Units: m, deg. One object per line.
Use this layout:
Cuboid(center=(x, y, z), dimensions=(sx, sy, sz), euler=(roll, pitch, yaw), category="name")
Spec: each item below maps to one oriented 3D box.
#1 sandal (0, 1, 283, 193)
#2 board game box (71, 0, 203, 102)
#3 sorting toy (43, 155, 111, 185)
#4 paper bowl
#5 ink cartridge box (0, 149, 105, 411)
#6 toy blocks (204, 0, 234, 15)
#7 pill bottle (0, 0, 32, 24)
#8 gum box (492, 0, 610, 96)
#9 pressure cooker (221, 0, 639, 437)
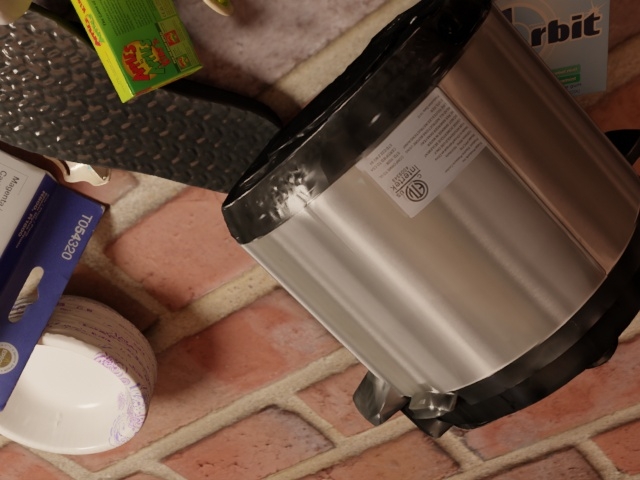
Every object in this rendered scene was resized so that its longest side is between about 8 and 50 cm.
Cuboid(center=(-0.255, -0.172, 0.868), dimensions=(0.446, 0.107, 0.167), euler=(19, 118, -30), category="sandal")
Cuboid(center=(-0.212, -0.254, 0.766), dimensions=(0.092, 0.043, 0.181), euler=(-31, 105, -27), category="board game box")
Cuboid(center=(-0.334, -0.110, 0.951), dimensions=(0.075, 0.045, 0.083), euler=(-18, 127, 23), category="sorting toy")
Cuboid(center=(-0.405, 0.201, 1.125), dimensions=(0.284, 0.148, 0.284), euler=(0, 129, 0), category="paper bowl")
Cuboid(center=(-0.500, 0.021, 0.911), dimensions=(0.330, 0.071, 0.324), euler=(26, 79, -17), category="ink cartridge box")
Cuboid(center=(-0.096, -0.337, 0.751), dimensions=(0.123, 0.054, 0.148), euler=(42, 118, -12), category="toy blocks")
Cuboid(center=(-0.457, -0.315, 0.623), dimensions=(0.361, 0.204, 0.204), euler=(5, 128, -6), category="pill bottle")
Cuboid(center=(0.257, -0.253, 0.829), dimensions=(0.157, 0.041, 0.184), euler=(-8, 127, 8), category="gum box")
Cuboid(center=(0.147, -0.008, 0.772), dimensions=(0.420, 0.375, 0.370), euler=(44, 131, -12), category="pressure cooker")
